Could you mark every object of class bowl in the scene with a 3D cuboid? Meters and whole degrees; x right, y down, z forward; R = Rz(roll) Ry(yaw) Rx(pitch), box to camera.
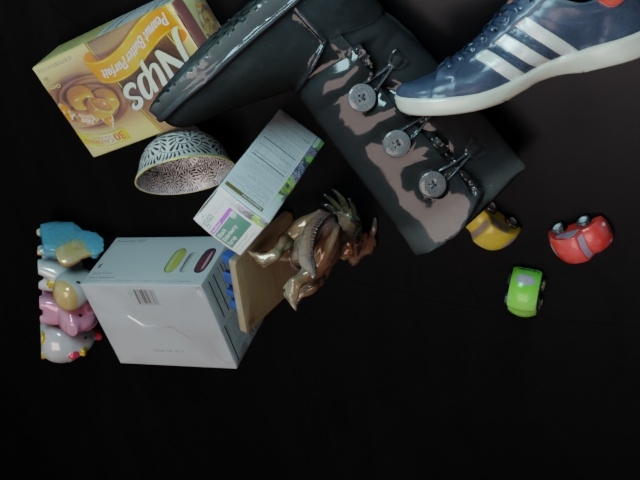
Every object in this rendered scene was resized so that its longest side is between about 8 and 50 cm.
[{"bbox_3d":[-0.230,-0.142,1.662,0.170,0.170,0.080,-23,72,36],"label":"bowl"}]

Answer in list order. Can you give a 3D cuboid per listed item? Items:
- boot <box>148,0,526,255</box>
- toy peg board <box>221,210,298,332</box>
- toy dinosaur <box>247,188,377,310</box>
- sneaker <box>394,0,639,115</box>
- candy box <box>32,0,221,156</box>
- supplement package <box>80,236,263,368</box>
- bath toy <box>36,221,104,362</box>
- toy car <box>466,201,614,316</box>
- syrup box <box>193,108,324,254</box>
[{"bbox_3d":[0.025,-0.153,1.457,0.367,0.146,0.445,-38,109,18],"label":"boot"},{"bbox_3d":[-0.119,0.045,1.740,0.079,0.160,0.161,20,134,30],"label":"toy peg board"},{"bbox_3d":[0.000,0.000,1.567,0.200,0.296,0.127,-39,86,-2],"label":"toy dinosaur"},{"bbox_3d":[0.252,-0.272,1.296,0.350,0.131,0.148,-18,109,8],"label":"sneaker"},{"bbox_3d":[-0.287,-0.266,1.600,0.316,0.088,0.183,-15,119,32],"label":"candy box"},{"bbox_3d":[-0.272,0.113,1.864,0.261,0.145,0.204,-1,127,25],"label":"supplement package"},{"bbox_3d":[-0.497,0.122,1.995,0.129,0.151,0.348,-2,136,-16],"label":"bath toy"},{"bbox_3d":[0.333,0.046,1.595,0.239,0.053,0.225,11,130,16],"label":"toy car"},{"bbox_3d":[-0.092,-0.094,1.550,0.096,0.237,0.093,37,132,-6],"label":"syrup box"}]
